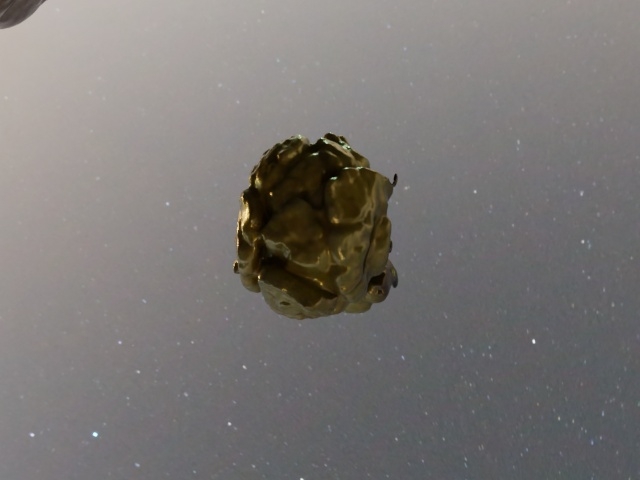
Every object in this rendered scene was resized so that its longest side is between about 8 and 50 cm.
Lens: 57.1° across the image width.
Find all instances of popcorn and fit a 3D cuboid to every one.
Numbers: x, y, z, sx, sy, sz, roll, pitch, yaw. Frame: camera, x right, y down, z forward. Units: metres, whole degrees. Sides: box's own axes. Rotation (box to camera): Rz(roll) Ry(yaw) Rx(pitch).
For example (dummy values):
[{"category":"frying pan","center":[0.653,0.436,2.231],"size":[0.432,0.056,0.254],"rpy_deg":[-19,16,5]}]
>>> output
[{"category":"popcorn","center":[-0.001,-0.010,0.567],"size":[0.173,0.195,0.168],"rpy_deg":[-8,-98,17]}]

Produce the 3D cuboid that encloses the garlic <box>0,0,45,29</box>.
[{"category":"garlic","center":[-0.397,-0.382,0.639],"size":[0.259,0.317,0.317],"rpy_deg":[35,-110,5]}]
